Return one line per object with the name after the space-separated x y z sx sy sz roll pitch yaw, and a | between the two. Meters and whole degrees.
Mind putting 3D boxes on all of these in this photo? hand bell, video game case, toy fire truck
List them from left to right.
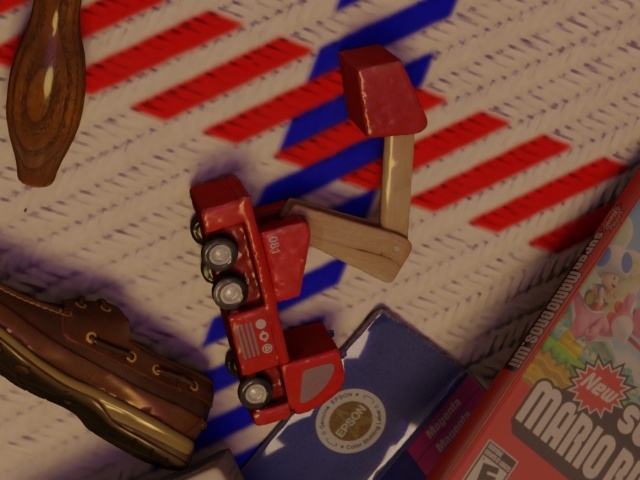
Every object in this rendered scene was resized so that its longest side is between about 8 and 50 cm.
-0.124 -0.136 0.647 0.126 0.126 0.242 5 121 -14 | hand bell
0.000 0.000 0.737 0.135 0.047 0.192 -16 113 -8 | toy fire truck
0.209 0.089 0.784 0.204 0.025 0.285 40 79 -22 | video game case

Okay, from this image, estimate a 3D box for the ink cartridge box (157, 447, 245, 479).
-0.065 0.252 0.746 0.134 0.078 0.231 -25 88 0 | ink cartridge box

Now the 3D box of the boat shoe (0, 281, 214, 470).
-0.135 0.059 0.726 0.178 0.064 0.060 37 67 -21 | boat shoe

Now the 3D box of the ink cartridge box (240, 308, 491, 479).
0.064 0.260 0.834 0.330 0.071 0.324 35 99 -23 | ink cartridge box
